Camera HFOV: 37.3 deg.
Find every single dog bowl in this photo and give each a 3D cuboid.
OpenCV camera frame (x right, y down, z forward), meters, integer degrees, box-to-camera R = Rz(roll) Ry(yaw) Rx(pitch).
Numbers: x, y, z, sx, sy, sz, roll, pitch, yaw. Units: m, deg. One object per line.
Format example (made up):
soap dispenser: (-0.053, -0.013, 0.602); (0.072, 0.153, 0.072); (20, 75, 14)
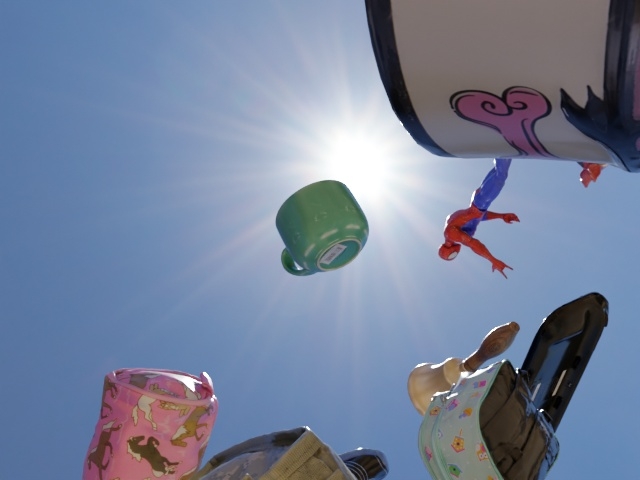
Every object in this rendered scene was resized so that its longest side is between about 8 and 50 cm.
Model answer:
dog bowl: (0.183, -0.216, 0.459); (0.408, 0.150, 0.408); (-45, -34, -41)

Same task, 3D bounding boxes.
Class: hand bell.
hand bell: (0.261, 0.209, 1.607); (0.126, 0.242, 0.126); (16, -131, -20)

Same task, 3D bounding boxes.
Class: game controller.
game controller: (0.365, 0.225, 1.529); (0.166, 0.319, 0.067); (-9, -142, -33)

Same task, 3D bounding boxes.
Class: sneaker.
sneaker: (0.030, 0.384, 1.481); (0.232, 0.081, 0.090); (8, -133, -42)

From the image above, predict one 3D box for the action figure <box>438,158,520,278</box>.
action figure: (0.301, -0.057, 1.543); (0.139, 0.280, 0.091); (33, -152, -3)

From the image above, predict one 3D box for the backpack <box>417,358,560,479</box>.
backpack: (0.209, 0.262, 1.205); (0.165, 0.144, 0.188); (62, -156, -8)

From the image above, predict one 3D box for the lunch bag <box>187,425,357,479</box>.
lunch bag: (-0.009, 0.263, 0.665); (0.235, 0.287, 0.169); (49, -123, 0)

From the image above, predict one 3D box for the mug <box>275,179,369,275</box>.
mug: (0.008, -0.005, 1.442); (0.129, 0.157, 0.097); (-21, -123, -15)

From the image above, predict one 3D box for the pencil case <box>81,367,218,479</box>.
pencil case: (-0.259, 0.374, 1.365); (0.167, 0.160, 0.386); (6, -84, -50)

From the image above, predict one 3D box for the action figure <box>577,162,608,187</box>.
action figure: (0.457, -0.278, 1.696); (0.276, 0.248, 0.370); (11, -113, -31)
